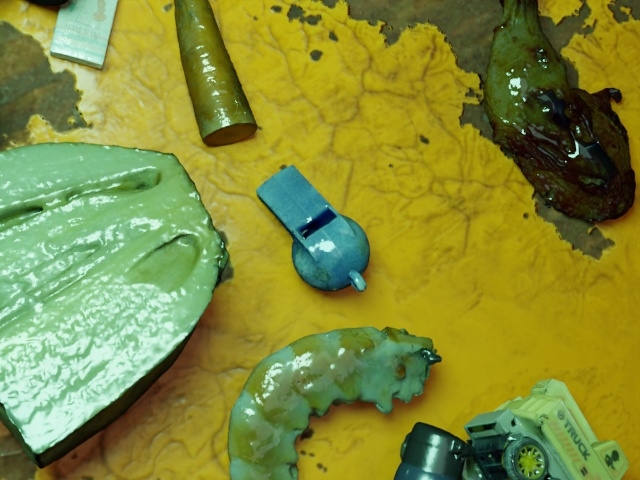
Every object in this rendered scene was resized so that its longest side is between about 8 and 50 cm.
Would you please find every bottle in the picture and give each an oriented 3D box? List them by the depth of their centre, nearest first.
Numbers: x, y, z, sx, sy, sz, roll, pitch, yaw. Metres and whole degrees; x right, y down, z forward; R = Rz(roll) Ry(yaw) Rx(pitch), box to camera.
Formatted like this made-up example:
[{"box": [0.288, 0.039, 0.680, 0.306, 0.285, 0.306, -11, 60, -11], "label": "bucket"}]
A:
[{"box": [0.092, 0.313, 1.010, 0.072, 0.082, 0.244, 28, 75, -40], "label": "bottle"}]

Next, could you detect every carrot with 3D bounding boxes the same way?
[{"box": [-0.122, -0.207, 1.022, 0.061, 0.061, 0.209, -14, 82, -20], "label": "carrot"}]

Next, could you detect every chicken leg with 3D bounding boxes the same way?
[{"box": [0.277, -0.168, 1.142, 0.322, 0.083, 0.177, 50, 62, -8], "label": "chicken leg"}]

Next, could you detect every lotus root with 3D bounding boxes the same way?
[{"box": [-0.226, 0.032, 0.908, 0.260, 0.149, 0.267, -36, 77, -23], "label": "lotus root"}]

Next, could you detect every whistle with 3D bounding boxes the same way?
[{"box": [0.000, 0.000, 1.027, 0.090, 0.090, 0.158, -28, 54, -20], "label": "whistle"}]

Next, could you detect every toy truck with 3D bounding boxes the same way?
[{"box": [0.274, 0.285, 1.051, 0.157, 0.124, 0.272, -34, 91, -30], "label": "toy truck"}]

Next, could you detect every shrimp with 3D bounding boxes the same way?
[{"box": [-0.005, 0.205, 0.994, 0.185, 0.068, 0.287, 23, 78, -13], "label": "shrimp"}]

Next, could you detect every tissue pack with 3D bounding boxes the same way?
[{"box": [-0.239, -0.234, 0.998, 0.056, 0.023, 0.108, 15, 78, -16], "label": "tissue pack"}]

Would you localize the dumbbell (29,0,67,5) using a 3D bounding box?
[{"box": [-0.330, -0.223, 0.899, 0.152, 0.152, 0.218, 32, 74, -12], "label": "dumbbell"}]
